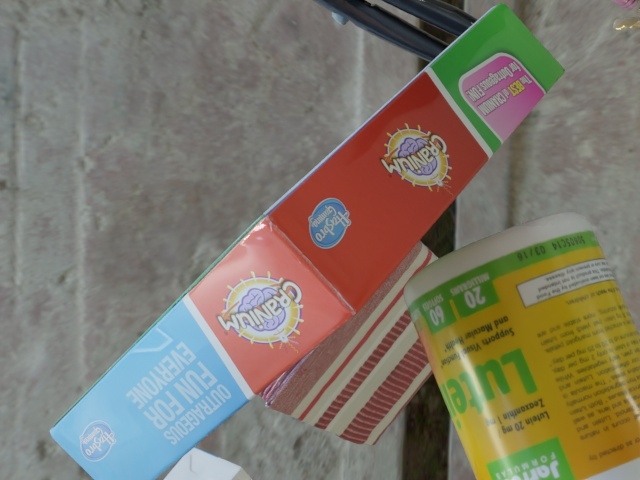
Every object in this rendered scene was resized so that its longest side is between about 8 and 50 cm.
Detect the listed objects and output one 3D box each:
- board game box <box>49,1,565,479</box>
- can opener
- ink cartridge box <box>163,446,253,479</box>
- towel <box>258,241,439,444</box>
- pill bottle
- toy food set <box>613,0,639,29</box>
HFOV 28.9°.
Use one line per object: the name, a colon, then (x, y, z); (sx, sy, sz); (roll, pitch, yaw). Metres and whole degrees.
board game box: (0.000, 0.000, 0.763); (0.064, 0.316, 0.242); (46, 131, -1)
can opener: (0.048, -0.172, 0.919); (0.186, 0.073, 0.059); (30, 123, -8)
ink cartridge box: (-0.096, 0.334, 1.494); (0.060, 0.104, 0.180); (-50, 125, -23)
towel: (0.066, 0.117, 1.420); (0.037, 0.329, 0.237); (40, 90, 28)
pill bottle: (0.160, 0.117, 0.823); (0.136, 0.136, 0.246); (-23, 78, 7)
toy food set: (0.330, -0.271, 1.263); (0.078, 0.019, 0.122); (-5, 122, 0)
